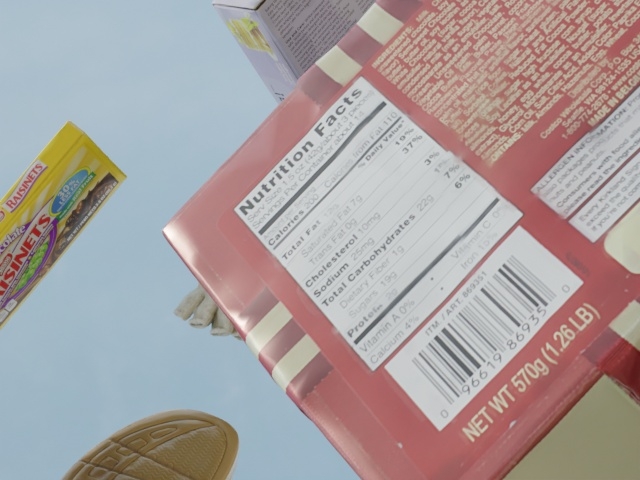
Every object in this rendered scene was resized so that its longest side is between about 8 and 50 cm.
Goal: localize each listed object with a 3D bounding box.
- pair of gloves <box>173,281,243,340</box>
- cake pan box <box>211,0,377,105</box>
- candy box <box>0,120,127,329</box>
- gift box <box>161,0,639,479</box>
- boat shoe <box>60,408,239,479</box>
[{"bbox_3d":[0.000,0.000,1.296,0.042,0.240,0.204,42,-109,-35],"label":"pair of gloves"},{"bbox_3d":[0.057,-0.211,1.485,0.267,0.070,0.245,-52,-48,-19],"label":"cake pan box"},{"bbox_3d":[-0.254,0.000,1.406,0.206,0.027,0.105,-51,-25,-6],"label":"candy box"},{"bbox_3d":[0.129,0.050,0.629,0.258,0.255,0.276,42,-172,-40],"label":"gift box"},{"bbox_3d":[-0.138,0.221,1.042,0.277,0.098,0.096,-51,-33,-42],"label":"boat shoe"}]
